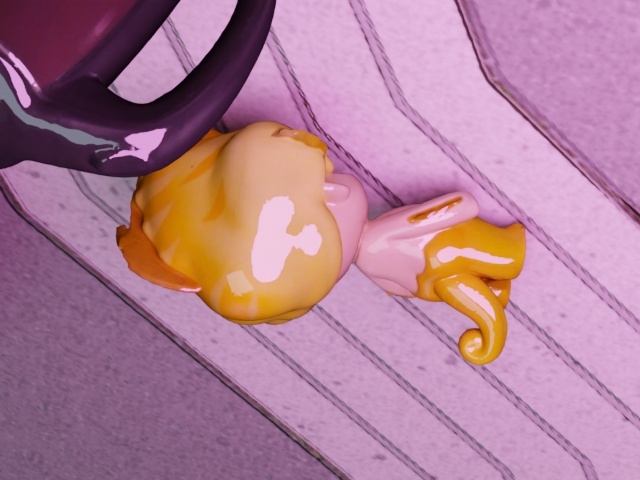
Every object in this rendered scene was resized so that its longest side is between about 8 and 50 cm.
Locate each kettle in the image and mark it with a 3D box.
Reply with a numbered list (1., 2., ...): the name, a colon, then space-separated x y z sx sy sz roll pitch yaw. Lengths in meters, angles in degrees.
1. kettle: -0.123 -0.131 0.937 0.202 0.232 0.144 23 142 1

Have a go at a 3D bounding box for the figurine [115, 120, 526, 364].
1. figurine: 0.000 0.000 1.124 0.246 0.131 0.156 9 139 -3
